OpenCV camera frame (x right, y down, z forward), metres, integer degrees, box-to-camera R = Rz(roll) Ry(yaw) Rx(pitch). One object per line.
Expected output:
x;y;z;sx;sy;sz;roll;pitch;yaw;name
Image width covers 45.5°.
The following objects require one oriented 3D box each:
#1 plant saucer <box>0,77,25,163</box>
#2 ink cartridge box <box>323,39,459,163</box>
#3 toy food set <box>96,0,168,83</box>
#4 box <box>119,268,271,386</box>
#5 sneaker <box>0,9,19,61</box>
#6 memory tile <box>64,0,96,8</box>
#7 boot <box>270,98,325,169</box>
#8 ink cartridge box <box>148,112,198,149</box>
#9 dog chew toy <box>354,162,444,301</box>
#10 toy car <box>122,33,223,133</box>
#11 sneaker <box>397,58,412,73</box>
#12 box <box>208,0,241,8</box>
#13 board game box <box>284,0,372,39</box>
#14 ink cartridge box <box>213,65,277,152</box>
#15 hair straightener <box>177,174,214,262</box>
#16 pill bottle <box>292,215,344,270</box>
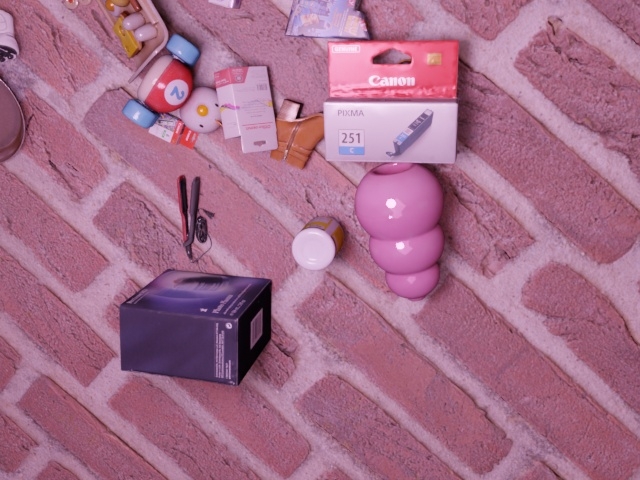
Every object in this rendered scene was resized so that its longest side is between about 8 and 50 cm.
-0.898;-0.337;1.953;0.311;0.050;0.310;5;127;6;plant saucer
0.155;-0.305;1.688;0.296;0.066;0.261;2;112;10;ink cartridge box
-0.483;-0.530;1.756;0.306;0.092;0.220;60;150;-7;toy food set
-0.299;0.203;1.881;0.294;0.296;0.182;4;106;10;box
-0.889;-0.502;1.933;0.292;0.110;0.118;-7;79;19;sneaker
-0.573;-0.636;1.867;0.148;0.012;0.113;-12;102;14;memory tile
-0.023;-0.240;1.828;0.197;0.073;0.152;22;107;18;boot
-0.366;-0.276;1.909;0.115;0.029;0.062;26;108;4;ink cartridge box
0.198;-0.013;1.780;0.207;0.206;0.331;-8;111;14;dog chew toy
-0.303;-0.326;1.803;0.238;0.210;0.219;34;94;-12;toy car
0.189;-0.307;1.758;0.084;0.083;0.214;1;106;10;sneaker
-0.188;-0.699;1.742;0.063;0.067;0.323;17;106;7;box
0.038;-0.535;1.741;0.194;0.060;0.194;19;107;5;board game box
-0.174;-0.305;1.798;0.067;0.115;0.198;-3;98;48;ink cartridge box
-0.317;-0.052;1.949;0.089;0.047;0.230;4;106;11;hair straightener
0.000;0.000;1.824;0.103;0.184;0.103;3;105;11;pill bottle
